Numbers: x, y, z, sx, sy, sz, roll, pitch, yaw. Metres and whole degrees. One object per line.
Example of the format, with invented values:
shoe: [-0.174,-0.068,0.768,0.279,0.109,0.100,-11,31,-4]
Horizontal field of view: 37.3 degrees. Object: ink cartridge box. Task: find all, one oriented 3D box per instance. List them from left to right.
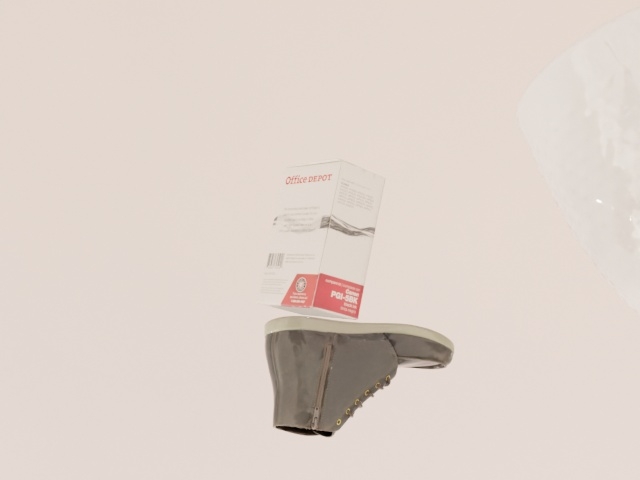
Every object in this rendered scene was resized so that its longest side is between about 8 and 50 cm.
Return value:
ink cartridge box: [0.000,0.000,0.876,0.056,0.099,0.135,18,-100,-33]

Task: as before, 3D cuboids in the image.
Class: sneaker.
sneaker: [0.043,0.151,1.008,0.221,0.083,0.118,6,-109,-22]

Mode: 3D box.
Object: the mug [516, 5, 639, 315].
mug: [0.449,-0.062,1.104,0.374,0.276,0.328,0,-120,-43]
